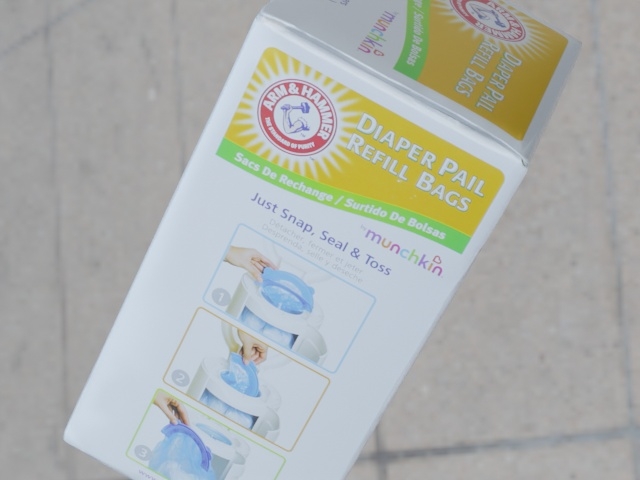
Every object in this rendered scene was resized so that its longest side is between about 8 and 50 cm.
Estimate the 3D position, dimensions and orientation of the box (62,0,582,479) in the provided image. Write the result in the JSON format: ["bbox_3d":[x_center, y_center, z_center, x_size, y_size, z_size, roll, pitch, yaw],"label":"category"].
[{"bbox_3d":[0.000,0.000,0.678,0.203,0.103,0.114,-62,-2,33],"label":"box"}]
